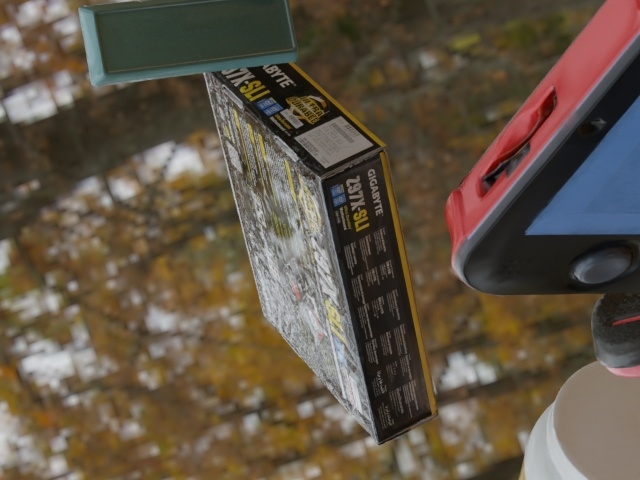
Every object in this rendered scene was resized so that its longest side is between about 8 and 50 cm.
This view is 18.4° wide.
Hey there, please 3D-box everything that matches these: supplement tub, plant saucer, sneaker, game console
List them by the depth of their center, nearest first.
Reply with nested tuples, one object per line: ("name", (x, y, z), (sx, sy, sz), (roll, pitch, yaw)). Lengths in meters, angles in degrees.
("game console", (0.290, -0.079, 1.243), (0.342, 0.386, 0.060), (4, -125, -27))
("plant saucer", (-0.104, -0.172, 1.641), (0.018, 0.192, 0.067), (-11, 89, 61))
("sneaker", (0.332, 0.083, 1.694), (0.314, 0.116, 0.136), (-26, -79, -59))
("supplement tub", (0.332, 0.299, 2.216), (0.316, 0.228, 0.228), (96, 171, -49))

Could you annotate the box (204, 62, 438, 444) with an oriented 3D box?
("box", (0.000, 0.000, 1.906), (0.257, 0.079, 0.322), (43, 152, 50))
